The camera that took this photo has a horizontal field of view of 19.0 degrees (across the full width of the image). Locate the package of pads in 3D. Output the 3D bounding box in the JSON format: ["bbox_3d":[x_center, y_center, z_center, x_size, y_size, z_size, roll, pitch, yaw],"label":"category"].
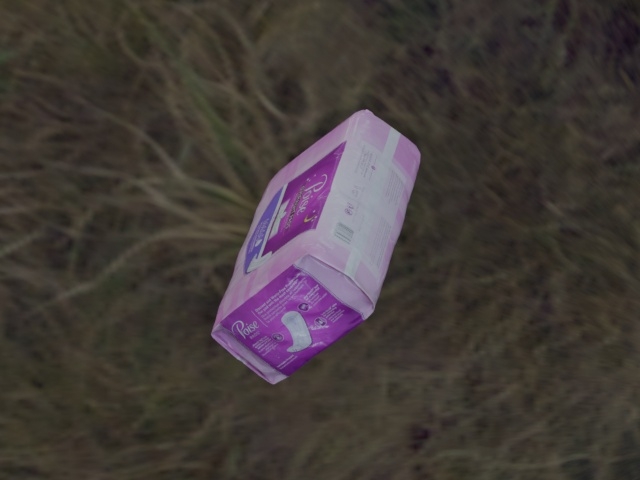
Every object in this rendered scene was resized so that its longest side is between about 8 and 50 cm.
[{"bbox_3d":[0.000,0.000,0.585,0.032,0.083,0.050,40,125,-16],"label":"package of pads"}]
